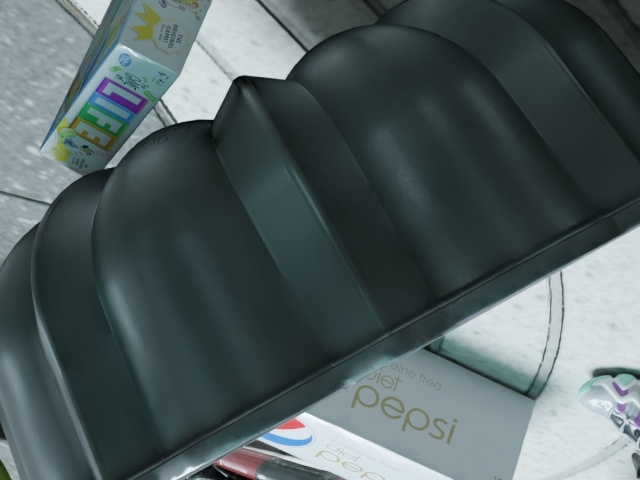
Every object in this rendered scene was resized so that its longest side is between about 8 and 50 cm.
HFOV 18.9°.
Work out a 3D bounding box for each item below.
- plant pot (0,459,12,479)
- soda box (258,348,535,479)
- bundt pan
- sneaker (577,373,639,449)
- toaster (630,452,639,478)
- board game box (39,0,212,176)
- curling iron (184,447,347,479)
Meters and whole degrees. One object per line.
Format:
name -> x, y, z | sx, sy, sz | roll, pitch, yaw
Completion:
plant pot -> -0.376, 0.156, 1.270 | 0.366, 0.366, 0.353 | 14, 139, 11
soda box -> 0.013, 0.093, 1.150 | 0.216, 0.074, 0.069 | 25, 151, -8
bundt pan -> 0.000, 0.000, 0.807 | 0.124, 0.331, 0.331 | 61, 147, 5
sneaker -> 0.188, 0.117, 1.086 | 0.098, 0.069, 0.038 | 12, 150, 14
toaster -> 0.236, 0.255, 1.182 | 0.186, 0.110, 0.168 | 52, -175, 40
board game box -> -0.058, -0.109, 0.766 | 0.026, 0.154, 0.103 | 28, 151, -12
curling iron -> 0.029, 0.182, 1.333 | 0.274, 0.035, 0.068 | 9, 153, 21
